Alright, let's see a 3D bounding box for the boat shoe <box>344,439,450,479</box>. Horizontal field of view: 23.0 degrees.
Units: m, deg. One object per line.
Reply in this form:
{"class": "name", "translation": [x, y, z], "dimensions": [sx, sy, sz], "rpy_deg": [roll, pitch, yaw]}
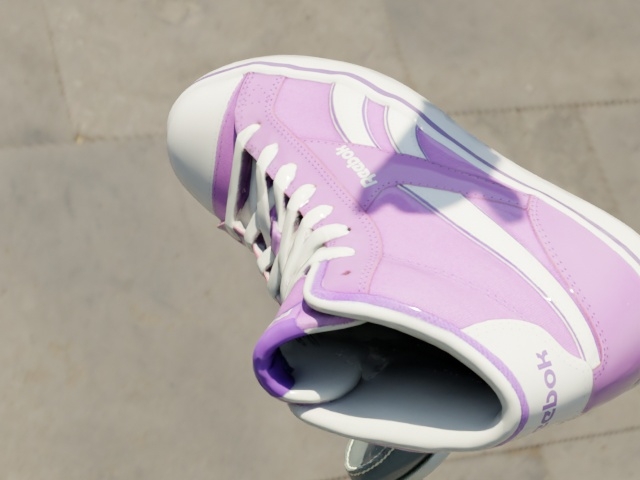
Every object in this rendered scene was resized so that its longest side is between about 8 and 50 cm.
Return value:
{"class": "boat shoe", "translation": [0.091, 0.086, 1.277], "dimensions": [0.099, 0.319, 0.116], "rpy_deg": [23, 35, -18]}

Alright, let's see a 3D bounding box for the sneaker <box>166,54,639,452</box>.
{"class": "sneaker", "translation": [0.000, -0.001, 0.683], "dimensions": [0.282, 0.102, 0.161], "rpy_deg": [25, 33, 36]}
